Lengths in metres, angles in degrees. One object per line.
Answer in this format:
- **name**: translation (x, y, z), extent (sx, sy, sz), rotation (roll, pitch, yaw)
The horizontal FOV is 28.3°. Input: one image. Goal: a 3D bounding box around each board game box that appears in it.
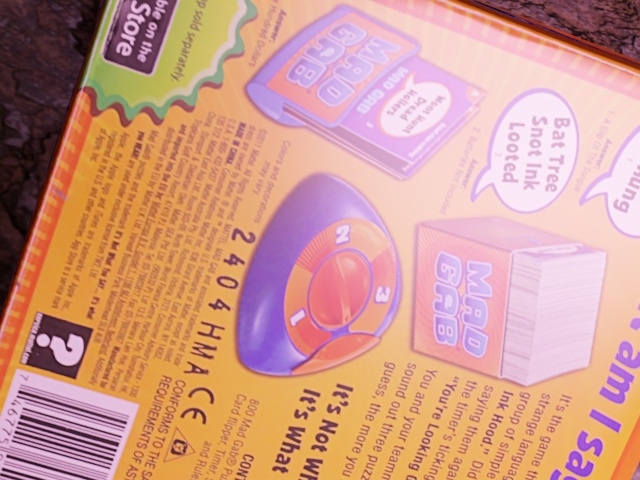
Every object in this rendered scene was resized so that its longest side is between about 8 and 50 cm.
- **board game box**: translation (0.000, 0.000, 0.820), extent (0.356, 0.357, 0.356), rotation (19, 13, -12)
